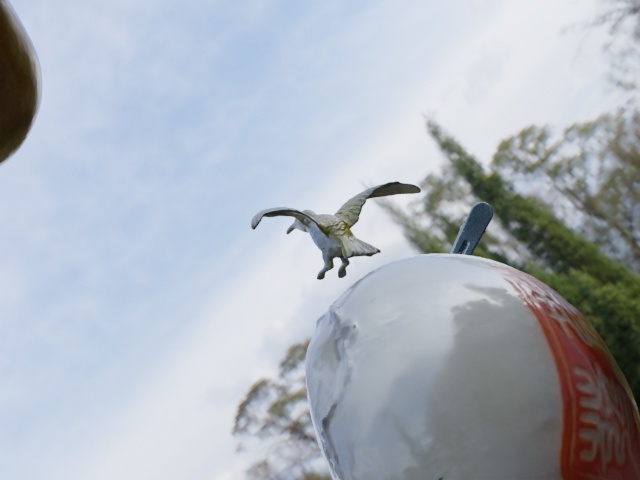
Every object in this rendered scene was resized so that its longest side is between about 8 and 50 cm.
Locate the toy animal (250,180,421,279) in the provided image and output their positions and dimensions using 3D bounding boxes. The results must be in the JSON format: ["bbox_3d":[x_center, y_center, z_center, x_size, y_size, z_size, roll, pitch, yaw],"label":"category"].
[{"bbox_3d":[0.000,0.000,1.215,0.219,0.095,0.155,-11,-13,-32],"label":"toy animal"}]

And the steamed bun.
[{"bbox_3d":[0.166,0.170,0.950,0.241,0.374,0.374,-32,-13,14],"label":"steamed bun"}]

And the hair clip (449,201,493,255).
[{"bbox_3d":[0.218,0.026,1.582,0.229,0.039,0.070,-57,-7,-50],"label":"hair clip"}]

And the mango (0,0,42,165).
[{"bbox_3d":[-0.469,-0.223,1.207,0.264,0.221,0.378,5,-34,-8],"label":"mango"}]
